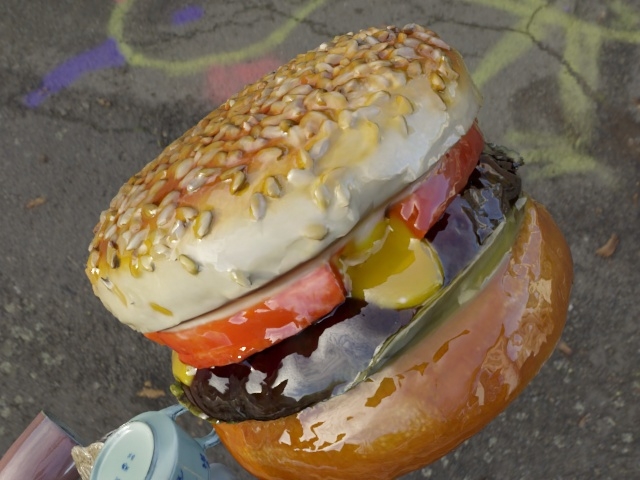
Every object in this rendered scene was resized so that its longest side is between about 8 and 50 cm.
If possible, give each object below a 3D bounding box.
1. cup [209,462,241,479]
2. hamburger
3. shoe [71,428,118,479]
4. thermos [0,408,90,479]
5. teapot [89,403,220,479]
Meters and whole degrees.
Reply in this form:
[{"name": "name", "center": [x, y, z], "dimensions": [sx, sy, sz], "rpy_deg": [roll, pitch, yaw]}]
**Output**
[{"name": "cup", "center": [-0.128, 0.567, 1.409], "dimensions": [0.163, 0.347, 0.347], "rpy_deg": [1, 62, 14]}, {"name": "hamburger", "center": [0.000, 0.000, 0.614], "dimensions": [0.330, 0.330, 0.250], "rpy_deg": [-43, 113, -18]}, {"name": "shoe", "center": [-0.344, 0.356, 1.359], "dimensions": [0.092, 0.180, 0.089], "rpy_deg": [-27, 86, -41]}, {"name": "thermos", "center": [-0.562, 0.482, 1.578], "dimensions": [0.176, 0.146, 0.265], "rpy_deg": [46, 74, -24]}, {"name": "teapot", "center": [-0.199, 0.308, 1.041], "dimensions": [0.159, 0.159, 0.232], "rpy_deg": [24, 74, 13]}]
